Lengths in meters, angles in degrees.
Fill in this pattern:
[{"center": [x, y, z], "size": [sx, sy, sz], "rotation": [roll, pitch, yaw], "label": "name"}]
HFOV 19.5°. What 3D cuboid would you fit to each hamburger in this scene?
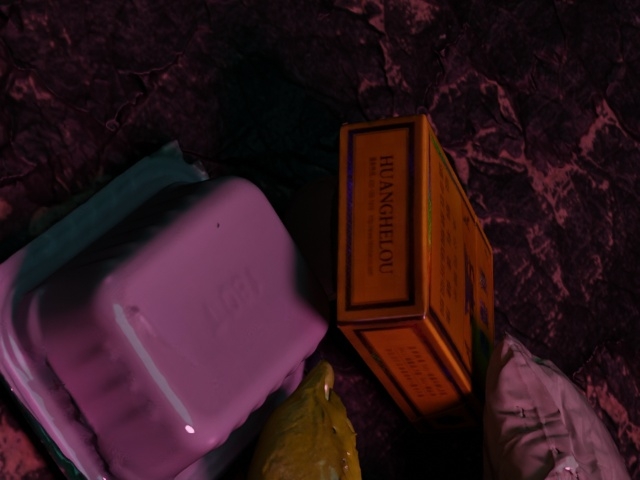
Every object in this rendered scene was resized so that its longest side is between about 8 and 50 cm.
[{"center": [0.003, 0.000, 1.724], "size": [0.054, 0.084, 0.121], "rotation": [-9, 97, -38], "label": "hamburger"}]

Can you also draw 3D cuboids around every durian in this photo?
[{"center": [-0.015, 0.226, 1.571], "size": [0.101, 0.139, 0.250], "rotation": [1, 88, -1], "label": "durian"}]

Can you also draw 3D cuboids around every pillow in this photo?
[{"center": [0.227, 0.263, 1.682], "size": [0.283, 0.138, 0.310], "rotation": [69, 1, -51], "label": "pillow"}]

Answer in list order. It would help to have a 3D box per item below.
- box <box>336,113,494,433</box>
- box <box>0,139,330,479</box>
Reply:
[{"center": [0.092, 0.040, 1.693], "size": [0.301, 0.084, 0.193], "rotation": [55, 33, -61], "label": "box"}, {"center": [-0.110, 0.070, 1.557], "size": [0.264, 0.106, 0.336], "rotation": [58, 41, -10], "label": "box"}]
